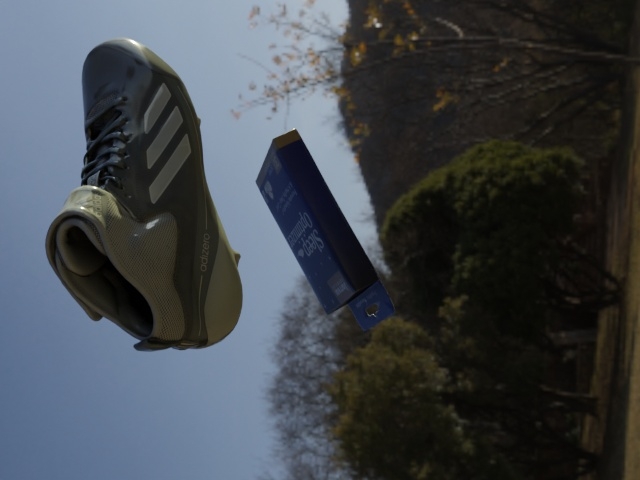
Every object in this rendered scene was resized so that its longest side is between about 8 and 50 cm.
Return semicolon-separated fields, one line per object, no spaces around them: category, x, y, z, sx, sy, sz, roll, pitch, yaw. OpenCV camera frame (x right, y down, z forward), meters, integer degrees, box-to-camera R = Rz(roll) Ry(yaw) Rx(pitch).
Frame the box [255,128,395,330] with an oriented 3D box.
box;0.000;0.000;0.913;0.225;0.036;0.136;60;161;8

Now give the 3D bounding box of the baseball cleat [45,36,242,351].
baseball cleat;-0.108;-0.037;0.450;0.109;0.072;0.206;4;-126;-56
